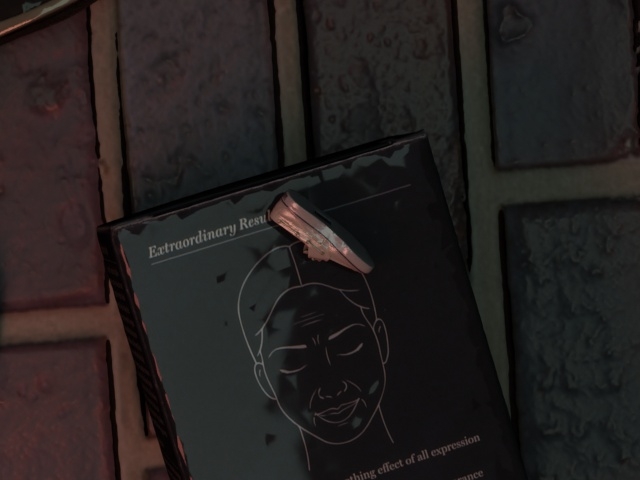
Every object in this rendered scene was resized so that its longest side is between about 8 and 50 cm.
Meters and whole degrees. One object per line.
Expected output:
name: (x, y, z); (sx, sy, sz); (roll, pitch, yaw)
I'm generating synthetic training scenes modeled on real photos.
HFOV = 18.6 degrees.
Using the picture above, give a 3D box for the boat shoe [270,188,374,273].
boat shoe: (0.000, 0.000, 1.655); (0.100, 0.035, 0.035); (38, 110, -12)

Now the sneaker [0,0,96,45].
sneaker: (-0.302, -0.252, 1.848); (0.222, 0.083, 0.118); (-24, 91, -3)

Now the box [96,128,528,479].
box: (-0.006, 0.131, 1.775); (0.293, 0.212, 0.395); (-17, 94, -10)
